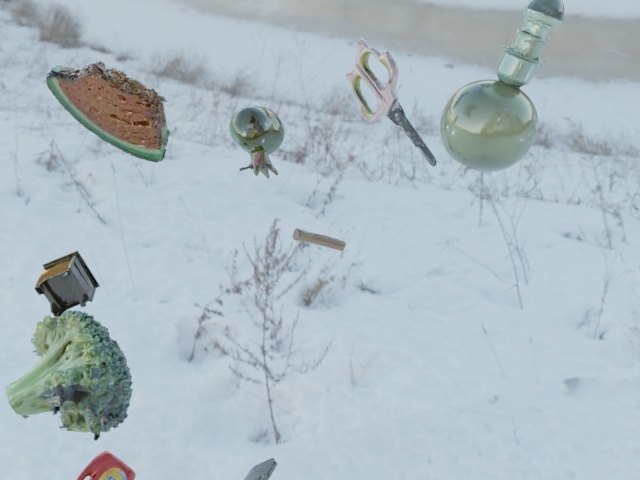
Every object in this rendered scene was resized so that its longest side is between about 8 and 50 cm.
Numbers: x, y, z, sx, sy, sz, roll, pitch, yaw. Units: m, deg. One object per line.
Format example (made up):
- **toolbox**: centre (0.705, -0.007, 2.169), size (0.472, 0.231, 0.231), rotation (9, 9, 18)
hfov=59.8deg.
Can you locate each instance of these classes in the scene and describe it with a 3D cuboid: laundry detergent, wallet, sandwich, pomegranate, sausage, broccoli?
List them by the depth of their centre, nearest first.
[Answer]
- **sandwich**: centre (-0.376, -0.255, 1.022), size (0.235, 0.159, 0.079), rotation (25, 49, -15)
- **wallet**: centre (-0.134, 0.463, 1.028), size (0.082, 0.018, 0.157), rotation (-37, 1, 26)
- **laundry detergent**: centre (-0.432, 0.491, 1.049), size (0.049, 0.097, 0.165), rotation (-30, 20, 51)
- **sausage**: centre (0.000, 0.000, 1.130), size (0.116, 0.026, 0.026), rotation (15, 29, -26)
- **broccoli**: centre (-0.639, 0.348, 1.415), size (0.281, 0.347, 0.293), rotation (-29, -2, -20)
- **pomegranate**: centre (-0.165, -0.259, 1.471), size (0.131, 0.190, 0.152), rotation (-10, 0, 33)

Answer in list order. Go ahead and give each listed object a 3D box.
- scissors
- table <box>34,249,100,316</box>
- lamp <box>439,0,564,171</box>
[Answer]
- **scissors**: centre (0.141, -0.265, 1.106), size (0.024, 0.160, 0.317), rotation (-16, 61, -28)
- **table**: centre (-0.459, 0.082, 1.008), size (0.070, 0.083, 0.082), rotation (-22, 27, -3)
- **lamp**: centre (0.175, -0.145, 0.518), size (0.091, 0.163, 0.091), rotation (16, 29, -9)
